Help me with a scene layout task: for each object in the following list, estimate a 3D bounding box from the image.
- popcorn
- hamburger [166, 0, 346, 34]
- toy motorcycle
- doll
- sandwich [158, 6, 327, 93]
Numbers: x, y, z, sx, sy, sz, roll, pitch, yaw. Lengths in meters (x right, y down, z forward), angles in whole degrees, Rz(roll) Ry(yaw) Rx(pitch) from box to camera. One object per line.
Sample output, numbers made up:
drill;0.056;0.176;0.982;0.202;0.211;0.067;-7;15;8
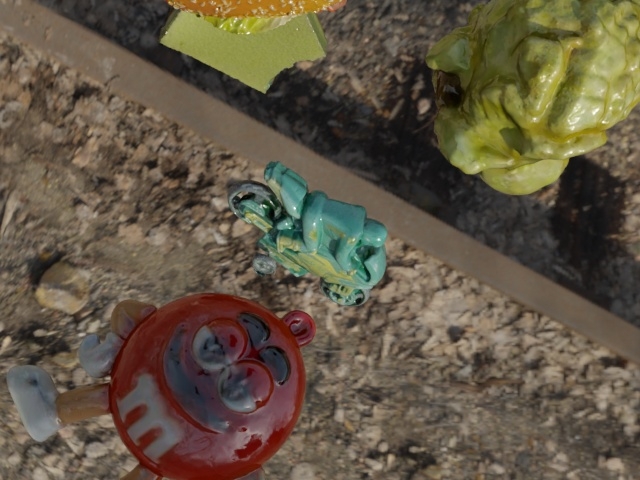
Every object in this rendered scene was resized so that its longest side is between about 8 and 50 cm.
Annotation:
popcorn;0.218;-0.169;0.861;0.195;0.256;0.255;38;101;-14
hamburger;-0.062;-0.279;0.851;0.210;0.173;0.116;1;76;-1
toy motorcycle;-0.001;-0.001;1.316;0.296;0.198;0.109;39;49;-24
doll;-0.096;0.120;0.611;0.217;0.085;0.183;-25;81;1
sandwich;-0.070;-0.317;1.193;0.212;0.245;0.063;22;49;-29
